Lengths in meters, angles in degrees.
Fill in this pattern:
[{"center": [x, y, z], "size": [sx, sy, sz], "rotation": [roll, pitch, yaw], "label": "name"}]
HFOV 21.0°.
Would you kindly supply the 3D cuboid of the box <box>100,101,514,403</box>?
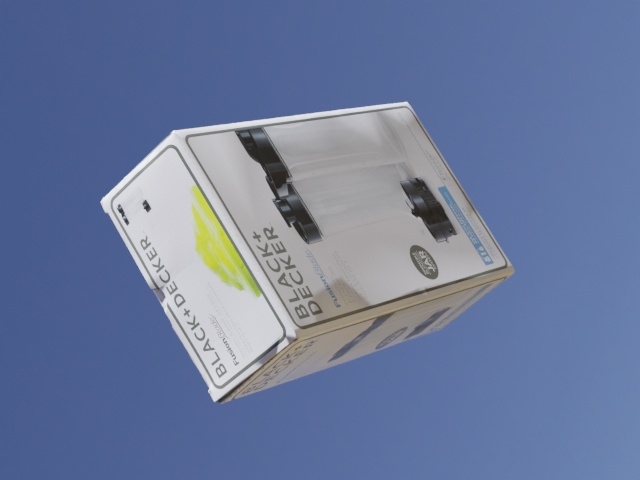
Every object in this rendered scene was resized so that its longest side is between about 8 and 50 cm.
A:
[{"center": [0.000, 0.000, 1.242], "size": [0.087, 0.169, 0.290], "rotation": [-40, -16, 34], "label": "box"}]
